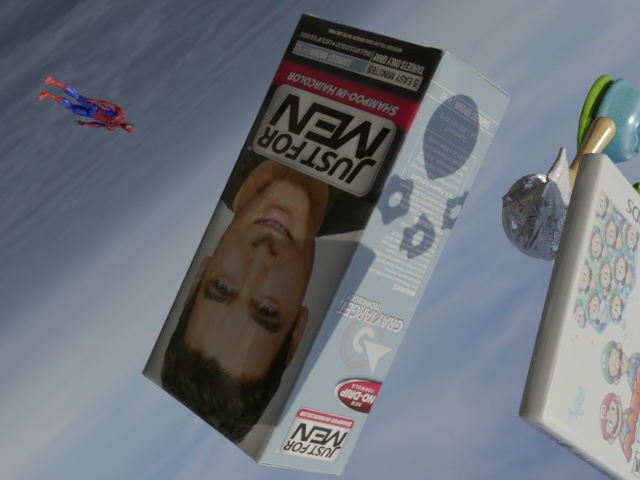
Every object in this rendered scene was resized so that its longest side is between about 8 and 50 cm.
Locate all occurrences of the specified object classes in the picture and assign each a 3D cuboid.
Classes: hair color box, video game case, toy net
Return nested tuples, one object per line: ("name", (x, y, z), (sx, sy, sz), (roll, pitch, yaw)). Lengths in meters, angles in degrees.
("hair color box", (0.000, 0.000, 0.958), (0.185, 0.113, 0.374), (26, -87, 44))
("video game case", (0.170, 0.051, 0.614), (0.019, 0.143, 0.157), (3, -113, 40))
("toy net", (0.174, -0.033, 0.732), (0.232, 0.045, 0.122), (-30, 131, -47))

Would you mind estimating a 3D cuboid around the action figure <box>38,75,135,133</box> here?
("action figure", (-0.272, -0.153, 1.235), (0.038, 0.115, 0.030), (-61, -165, 26))
